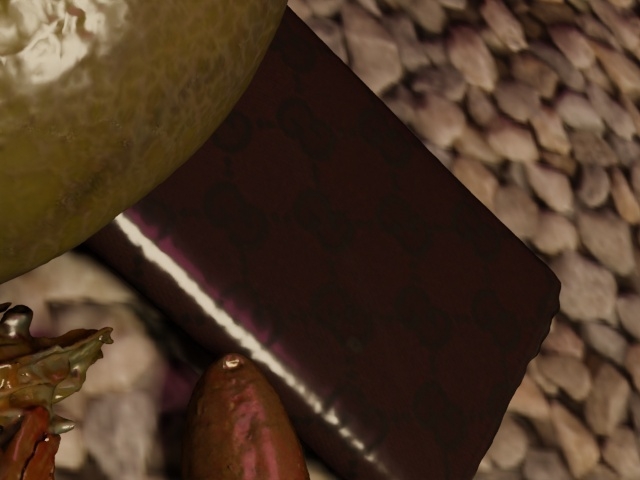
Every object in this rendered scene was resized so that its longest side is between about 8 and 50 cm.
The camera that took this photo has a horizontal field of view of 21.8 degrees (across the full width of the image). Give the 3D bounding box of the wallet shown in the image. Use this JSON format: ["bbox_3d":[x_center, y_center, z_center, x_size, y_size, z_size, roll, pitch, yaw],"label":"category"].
[{"bbox_3d":[0.000,0.000,0.721,0.229,0.049,0.182,44,44,-12],"label":"wallet"}]

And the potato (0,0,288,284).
[{"bbox_3d":[-0.114,-0.083,0.563,0.251,0.174,0.159,-29,40,-18],"label":"potato"}]

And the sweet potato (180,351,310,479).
[{"bbox_3d":[-0.019,0.148,0.614,0.050,0.050,0.214,5,67,-38],"label":"sweet potato"}]

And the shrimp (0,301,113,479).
[{"bbox_3d":[-0.135,0.095,0.546,0.115,0.051,0.217,53,42,-9],"label":"shrimp"}]
